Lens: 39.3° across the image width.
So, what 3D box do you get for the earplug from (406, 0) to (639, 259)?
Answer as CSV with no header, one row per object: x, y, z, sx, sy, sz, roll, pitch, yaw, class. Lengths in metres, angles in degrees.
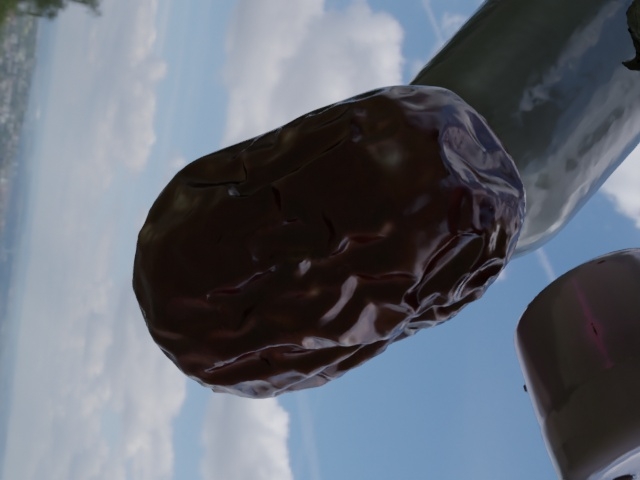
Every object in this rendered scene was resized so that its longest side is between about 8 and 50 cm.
0.268,-0.152,1.268,0.394,0.312,0.313,-48,-171,-20,earplug

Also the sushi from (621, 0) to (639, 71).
0.426,-0.192,0.980,0.147,0.115,0.212,-38,-106,49,sushi

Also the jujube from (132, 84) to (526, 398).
0.000,0.000,0.516,0.230,0.155,0.155,-28,-128,34,jujube

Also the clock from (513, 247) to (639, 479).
0.286,0.032,0.402,0.322,0.296,0.113,-47,-139,38,clock
